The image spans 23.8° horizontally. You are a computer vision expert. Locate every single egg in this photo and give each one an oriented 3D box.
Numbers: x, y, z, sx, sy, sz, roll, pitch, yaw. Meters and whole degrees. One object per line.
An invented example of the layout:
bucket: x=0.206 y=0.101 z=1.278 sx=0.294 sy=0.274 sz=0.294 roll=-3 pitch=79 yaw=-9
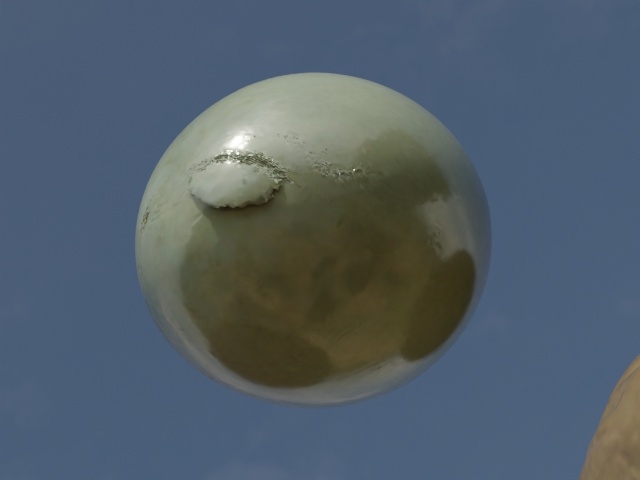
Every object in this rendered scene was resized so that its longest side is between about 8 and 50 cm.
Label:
egg: x=0.000 y=0.000 z=0.852 sx=0.187 sy=0.253 sz=0.186 roll=-1 pitch=-92 yaw=24

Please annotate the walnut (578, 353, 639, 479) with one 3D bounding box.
walnut: x=0.323 y=0.162 z=0.966 sx=0.252 sy=0.277 sz=0.313 roll=4 pitch=-38 yaw=-43
